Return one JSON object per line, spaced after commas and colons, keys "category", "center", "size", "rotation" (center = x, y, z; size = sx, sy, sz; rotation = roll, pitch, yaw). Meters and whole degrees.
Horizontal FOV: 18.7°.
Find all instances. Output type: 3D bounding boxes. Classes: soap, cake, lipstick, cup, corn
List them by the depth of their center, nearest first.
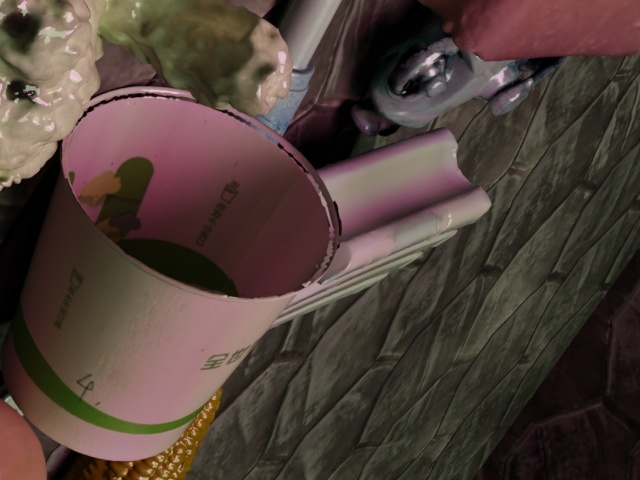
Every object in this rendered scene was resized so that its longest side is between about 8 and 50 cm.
{"category": "cup", "center": [-0.147, 0.041, 1.703], "size": [0.253, 0.253, 0.274], "rotation": [-27, 155, -48]}
{"category": "cake", "center": [0.218, -0.315, 1.804], "size": [0.309, 0.237, 0.230], "rotation": [-6, 139, -50]}
{"category": "lipstick", "center": [-0.032, -0.170, 1.819], "size": [0.068, 0.061, 0.274], "rotation": [-13, 138, -56]}
{"category": "soap", "center": [0.000, 0.000, 2.010], "size": [0.208, 0.115, 0.347], "rotation": [-35, 172, 36]}
{"category": "corn", "center": [-0.225, 0.275, 2.085], "size": [0.363, 0.120, 0.120], "rotation": [-59, 158, 11]}

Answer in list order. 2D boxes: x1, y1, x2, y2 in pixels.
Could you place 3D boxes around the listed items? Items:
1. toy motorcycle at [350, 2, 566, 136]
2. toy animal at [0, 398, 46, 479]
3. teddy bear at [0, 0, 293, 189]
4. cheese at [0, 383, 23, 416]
{"category": "toy motorcycle", "center": [0.147, -0.190, 2.068], "size": [0.260, 0.154, 0.206], "rotation": [-28, 173, -33]}
{"category": "toy animal", "center": [-0.353, 0.220, 1.608], "size": [0.326, 0.237, 0.269], "rotation": [-35, 164, -47]}
{"category": "teddy bear", "center": [-0.152, -0.182, 1.223], "size": [0.375, 0.327, 0.362], "rotation": [-18, -152, 44]}
{"category": "cheese", "center": [-0.328, 0.226, 1.876], "size": [0.127, 0.050, 0.235], "rotation": [-22, 144, -48]}
